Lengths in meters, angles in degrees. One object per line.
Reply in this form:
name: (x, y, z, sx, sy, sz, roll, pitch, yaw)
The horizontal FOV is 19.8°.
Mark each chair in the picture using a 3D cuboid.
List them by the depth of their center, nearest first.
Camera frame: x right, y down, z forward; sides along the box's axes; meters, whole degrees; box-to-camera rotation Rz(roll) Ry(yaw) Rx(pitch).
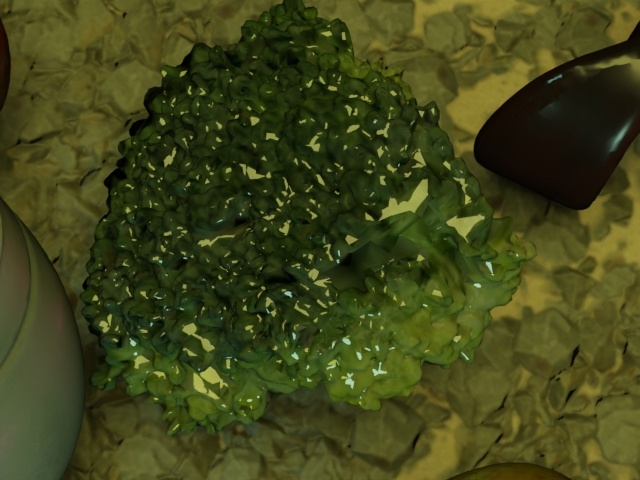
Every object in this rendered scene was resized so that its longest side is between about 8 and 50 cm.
chair: (0.334, -0.055, 1.342, 0.401, 0.226, 0.226, 30, 76, 5)

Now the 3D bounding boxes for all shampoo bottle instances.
shampoo bottle: (-0.300, 0.078, 1.219, 0.273, 0.266, 0.273, -3, 55, 5)

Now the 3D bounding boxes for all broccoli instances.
broccoli: (0.009, -0.006, 1.293, 0.348, 0.281, 0.293, -4, 61, 37)

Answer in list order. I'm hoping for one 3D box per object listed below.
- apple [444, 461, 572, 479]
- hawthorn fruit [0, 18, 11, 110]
apple: (0.125, 0.249, 1.266, 0.196, 0.196, 0.196, 1, 75, -3)
hawthorn fruit: (-0.351, -0.147, 1.311, 0.231, 0.235, 0.263, -36, 95, -39)
